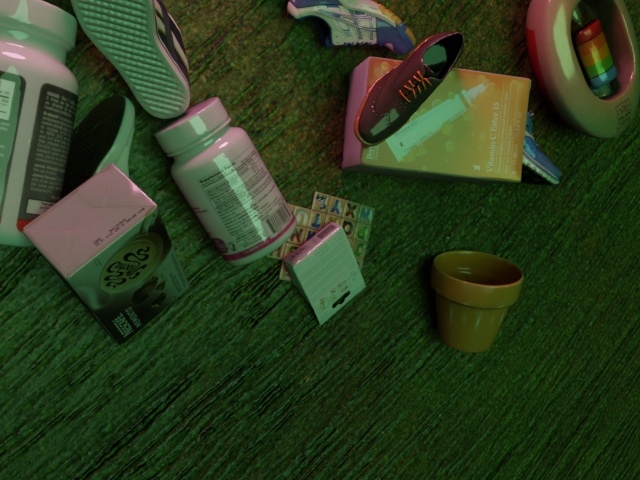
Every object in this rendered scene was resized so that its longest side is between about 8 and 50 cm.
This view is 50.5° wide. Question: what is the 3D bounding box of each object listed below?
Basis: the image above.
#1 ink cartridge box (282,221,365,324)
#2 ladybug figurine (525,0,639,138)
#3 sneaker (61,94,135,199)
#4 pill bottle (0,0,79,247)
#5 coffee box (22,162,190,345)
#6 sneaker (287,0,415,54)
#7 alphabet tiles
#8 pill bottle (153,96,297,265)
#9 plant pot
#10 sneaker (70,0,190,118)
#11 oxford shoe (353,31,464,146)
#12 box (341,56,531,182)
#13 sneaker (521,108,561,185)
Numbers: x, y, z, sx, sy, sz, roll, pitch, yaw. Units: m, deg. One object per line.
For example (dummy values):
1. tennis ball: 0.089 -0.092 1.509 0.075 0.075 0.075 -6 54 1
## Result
1. ink cartridge box: 0.012 0.071 1.453 0.145 0.045 0.179 -39 130 -21
2. ladybug figurine: 0.637 -0.451 1.671 0.305 0.161 0.450 -33 109 -23
3. sneaker: -0.383 -0.109 1.199 0.123 0.105 0.290 39 66 -61
4. pill bottle: -0.492 -0.182 1.048 0.210 0.210 0.363 11 90 -29
5. coffee box: -0.335 0.035 1.111 0.119 0.297 0.168 41 69 18
6. sneaker: 0.060 -0.446 1.401 0.296 0.112 0.131 25 101 -27
7. alphabet tiles: 0.000 0.000 1.455 0.237 0.009 0.199 13 89 -30
8. pill bottle: -0.176 -0.109 1.259 0.160 0.160 0.283 -37 111 -21
9. plant pot: 0.350 0.147 1.571 0.205 0.205 0.188 -7 114 -28
10. sneaker: -0.314 -0.360 1.126 0.126 0.128 0.321 -14 139 4
11. oxford shoe: 0.163 -0.289 1.259 0.097 0.098 0.271 40 84 -10
12. box: 0.234 -0.239 1.413 0.344 0.168 0.215 4 92 -11
13. sneaker: 0.478 -0.247 1.626 0.330 0.129 0.147 35 81 -27
